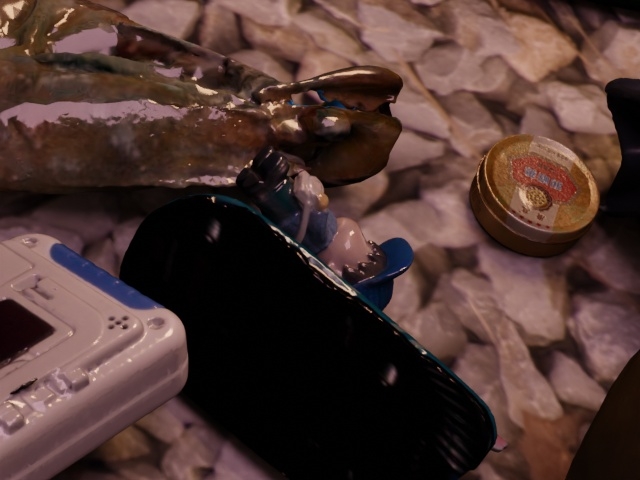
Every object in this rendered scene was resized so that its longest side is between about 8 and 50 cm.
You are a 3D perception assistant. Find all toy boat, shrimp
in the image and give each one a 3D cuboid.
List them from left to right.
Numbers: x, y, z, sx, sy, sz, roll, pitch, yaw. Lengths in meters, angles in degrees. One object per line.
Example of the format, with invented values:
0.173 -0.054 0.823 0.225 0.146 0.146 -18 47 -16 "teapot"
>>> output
-0.157 -0.114 1.438 0.446 0.110 0.221 8 44 -10 "shrimp"
-0.009 0.083 1.344 0.299 0.134 0.092 40 14 14 "toy boat"

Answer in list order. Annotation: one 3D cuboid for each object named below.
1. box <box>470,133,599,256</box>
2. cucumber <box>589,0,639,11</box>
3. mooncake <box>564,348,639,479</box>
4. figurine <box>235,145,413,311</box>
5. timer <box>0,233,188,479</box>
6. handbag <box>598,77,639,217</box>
0.176 -0.037 1.534 0.106 0.037 0.105 10 52 -13 "box"
0.283 -0.241 1.719 0.284 0.056 0.056 6 53 -10 "cucumber"
0.409 0.215 1.288 0.467 0.262 0.467 11 49 -13 "mooncake"
0.000 0.000 1.382 0.149 0.086 0.087 44 85 -22 "figurine"
-0.227 0.089 1.230 0.178 0.078 0.253 28 44 33 "timer"
0.423 -0.078 1.478 0.303 0.329 0.122 -6 99 -25 "handbag"
